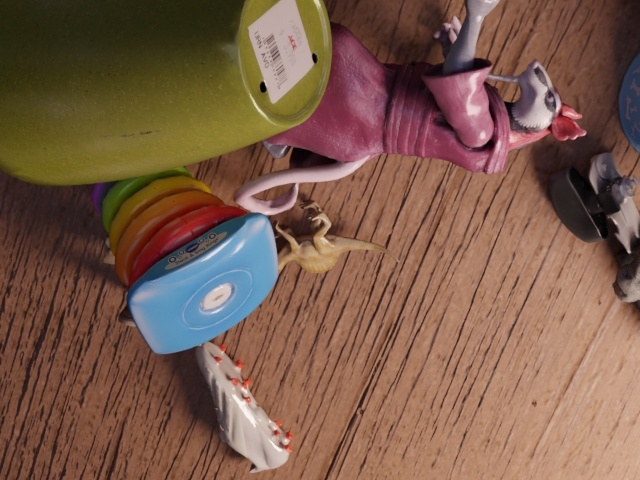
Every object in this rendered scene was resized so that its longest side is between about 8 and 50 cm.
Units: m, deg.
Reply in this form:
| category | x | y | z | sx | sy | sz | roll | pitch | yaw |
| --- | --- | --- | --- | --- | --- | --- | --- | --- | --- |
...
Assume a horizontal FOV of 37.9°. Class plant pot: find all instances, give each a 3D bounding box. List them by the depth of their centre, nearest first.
| category | x | y | z | sx | sy | sz | roll | pitch | yaw |
| --- | --- | --- | --- | --- | --- | --- | --- | --- | --- |
| plant pot | -0.147 | -0.176 | 0.868 | 0.293 | 0.274 | 0.275 | 8 | 107 | 33 |

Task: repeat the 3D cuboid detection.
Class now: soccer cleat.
| category | x | y | z | sx | sy | sz | roll | pitch | yaw |
| --- | --- | --- | --- | --- | --- | --- | --- | --- | --- |
| soccer cleat | -0.112 | 0.218 | 1.195 | 0.076 | 0.068 | 0.196 | -30 | 104 | 13 |

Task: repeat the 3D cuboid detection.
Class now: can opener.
| category | x | y | z | sx | sy | sz | roll | pitch | yaw |
| --- | --- | --- | --- | --- | --- | --- | --- | --- | --- |
| can opener | 0.375 | 0.021 | 1.124 | 0.093 | 0.074 | 0.280 | -22 | 103 | 44 |

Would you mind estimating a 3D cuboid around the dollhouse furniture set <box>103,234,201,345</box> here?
| category | x | y | z | sx | sy | sz | roll | pitch | yaw |
| --- | --- | --- | --- | --- | --- | --- | --- | --- | --- |
| dollhouse furniture set | -0.191 | 0.023 | 1.116 | 0.144 | 0.123 | 0.151 | 11 | 105 | 0 |

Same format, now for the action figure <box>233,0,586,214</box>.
| category | x | y | z | sx | sy | sz | roll | pitch | yaw |
| --- | --- | --- | --- | --- | --- | --- | --- | --- | --- |
| action figure | 0.087 | -0.132 | 0.977 | 0.370 | 0.248 | 0.276 | 14 | 90 | 16 |

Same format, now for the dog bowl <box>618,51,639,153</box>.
| category | x | y | z | sx | sy | sz | roll | pitch | yaw |
| --- | --- | --- | --- | --- | --- | --- | --- | --- | --- |
| dog bowl | 0.497 | -0.146 | 1.062 | 0.297 | 0.074 | 0.166 | 10 | 105 | 1 |

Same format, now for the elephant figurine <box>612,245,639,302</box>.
| category | x | y | z | sx | sy | sz | roll | pitch | yaw |
| --- | --- | --- | --- | --- | --- | --- | --- | --- | --- |
| elephant figurine | 0.445 | -0.031 | 1.000 | 0.169 | 0.186 | 0.239 | -25 | 127 | -32 |

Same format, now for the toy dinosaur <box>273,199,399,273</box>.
| category | x | y | z | sx | sy | sz | roll | pitch | yaw |
| --- | --- | --- | --- | --- | --- | --- | --- | --- | --- |
| toy dinosaur | 0.000 | 0.000 | 1.148 | 0.183 | 0.053 | 0.093 | -11 | 119 | 13 |

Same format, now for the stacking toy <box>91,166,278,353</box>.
| category | x | y | z | sx | sy | sz | roll | pitch | yaw |
| --- | --- | --- | --- | --- | --- | --- | --- | --- | --- |
| stacking toy | -0.193 | -0.040 | 1.062 | 0.175 | 0.166 | 0.302 | -31 | 61 | -15 |
